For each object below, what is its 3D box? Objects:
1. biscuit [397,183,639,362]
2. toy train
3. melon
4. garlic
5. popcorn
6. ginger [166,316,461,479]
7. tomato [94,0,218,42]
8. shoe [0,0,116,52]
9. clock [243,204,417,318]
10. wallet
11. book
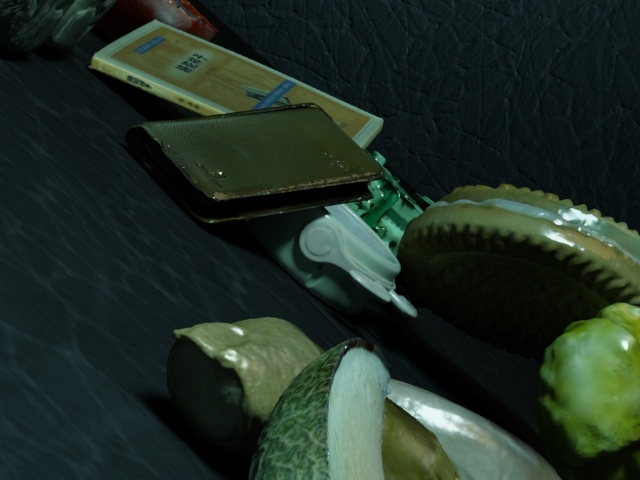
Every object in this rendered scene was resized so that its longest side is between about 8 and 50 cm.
[{"bbox_3d":[0.190,0.034,1.590,0.259,0.079,0.259,19,-23,8],"label":"biscuit"},{"bbox_3d":[0.034,-0.041,1.765,0.154,0.115,0.269,39,8,-40],"label":"toy train"},{"bbox_3d":[0.010,0.099,0.836,0.098,0.054,0.182,47,26,-32],"label":"melon"},{"bbox_3d":[0.072,0.137,1.041,0.195,0.087,0.101,34,-3,-30],"label":"garlic"},{"bbox_3d":[0.288,0.147,1.463,0.286,0.225,0.173,62,26,-67],"label":"popcorn"},{"bbox_3d":[-0.005,0.092,0.930,0.190,0.069,0.095,37,2,-25],"label":"ginger"},{"bbox_3d":[-0.194,-0.238,1.857,0.174,0.082,0.166,39,2,12],"label":"tomato"},{"bbox_3d":[-0.264,-0.249,1.416,0.210,0.132,0.342,38,3,0],"label":"shoe"},{"bbox_3d":[0.000,0.000,1.547,0.191,0.062,0.151,46,8,27],"label":"clock"},{"bbox_3d":[-0.048,-0.063,1.460,0.198,0.031,0.110,-10,47,-45],"label":"wallet"},{"bbox_3d":[-0.070,-0.132,1.672,0.242,0.018,0.170,24,21,6],"label":"book"}]
